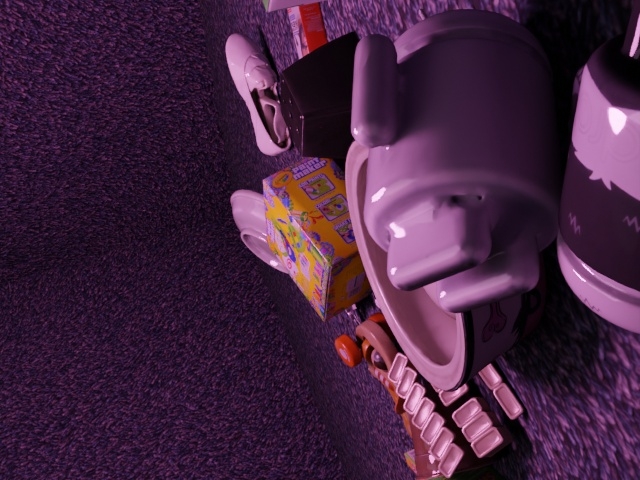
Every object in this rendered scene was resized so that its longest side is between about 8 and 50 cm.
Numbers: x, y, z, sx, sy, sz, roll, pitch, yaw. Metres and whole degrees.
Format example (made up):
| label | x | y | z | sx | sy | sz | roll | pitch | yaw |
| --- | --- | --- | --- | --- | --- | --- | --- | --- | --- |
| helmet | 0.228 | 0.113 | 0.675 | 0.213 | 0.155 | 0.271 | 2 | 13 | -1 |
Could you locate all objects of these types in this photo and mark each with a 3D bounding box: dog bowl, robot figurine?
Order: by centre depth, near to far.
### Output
| label | x | y | z | sx | sy | sz | roll | pitch | yaw |
| --- | --- | --- | --- | --- | --- | --- | --- | --- | --- |
| robot figurine | 0.276 | -0.054 | 0.460 | 0.209 | 0.174 | 0.278 | -63 | -26 | -47 |
| robot figurine | 0.152 | -0.105 | 0.672 | 0.200 | 0.300 | 0.353 | -25 | 47 | 44 |
| dog bowl | 0.183 | 0.013 | 0.952 | 0.408 | 0.151 | 0.407 | 161 | 90 | -79 |

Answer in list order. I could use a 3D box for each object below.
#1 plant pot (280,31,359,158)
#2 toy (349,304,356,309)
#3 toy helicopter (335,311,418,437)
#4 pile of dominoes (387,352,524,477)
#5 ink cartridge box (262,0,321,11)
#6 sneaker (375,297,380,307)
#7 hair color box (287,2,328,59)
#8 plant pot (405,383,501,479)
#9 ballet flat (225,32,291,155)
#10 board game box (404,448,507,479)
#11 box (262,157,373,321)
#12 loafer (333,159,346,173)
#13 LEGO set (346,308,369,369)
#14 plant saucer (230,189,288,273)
| label | x | y | z | sx | sy | sz | roll | pitch | yaw |
| --- | --- | --- | --- | --- | --- | --- | --- | --- | --- |
| plant pot | 0.017 | -0.272 | 1.243 | 0.188 | 0.167 | 0.187 | 95 | 155 | -61 |
| toy | 0.078 | 0.128 | 1.763 | 0.136 | 0.056 | 0.237 | 62 | 172 | 6 |
| toy helicopter | 0.195 | 0.354 | 1.514 | 0.354 | 0.140 | 0.235 | 63 | 160 | -10 |
| pile of dominoes | 0.240 | 0.273 | 1.121 | 0.196 | 0.040 | 0.251 | -47 | 52 | 23 |
| ink cartridge box | -0.064 | -0.573 | 1.207 | 0.087 | 0.153 | 0.208 | 129 | 121 | -74 |
| sneaker | 0.169 | 0.111 | 1.336 | 0.234 | 0.078 | 0.106 | 84 | 160 | -54 |
| hair color box | -0.025 | -0.464 | 1.409 | 0.093 | 0.054 | 0.167 | -148 | 40 | -69 |
| plant pot | 0.244 | 0.360 | 1.196 | 0.167 | 0.167 | 0.165 | 106 | 152 | -68 |
| ballet flat | -0.175 | -0.455 | 1.936 | 0.139 | 0.139 | 0.399 | -134 | 25 | -63 |
| board game box | 0.279 | 0.477 | 1.249 | 0.259 | 0.124 | 0.039 | -161 | 53 | -74 |
| box | 0.007 | -0.006 | 1.498 | 0.279 | 0.177 | 0.289 | 52 | 159 | 23 |
| loafer | 0.036 | -0.197 | 1.503 | 0.050 | 0.056 | 0.147 | -13 | 95 | 71 |
| LEGO set | 0.101 | 0.260 | 1.735 | 0.244 | 0.060 | 0.182 | 54 | 177 | 30 |
| plant saucer | -0.139 | 0.004 | 1.939 | 0.401 | 0.100 | 0.400 | 32 | 161 | 12 |
